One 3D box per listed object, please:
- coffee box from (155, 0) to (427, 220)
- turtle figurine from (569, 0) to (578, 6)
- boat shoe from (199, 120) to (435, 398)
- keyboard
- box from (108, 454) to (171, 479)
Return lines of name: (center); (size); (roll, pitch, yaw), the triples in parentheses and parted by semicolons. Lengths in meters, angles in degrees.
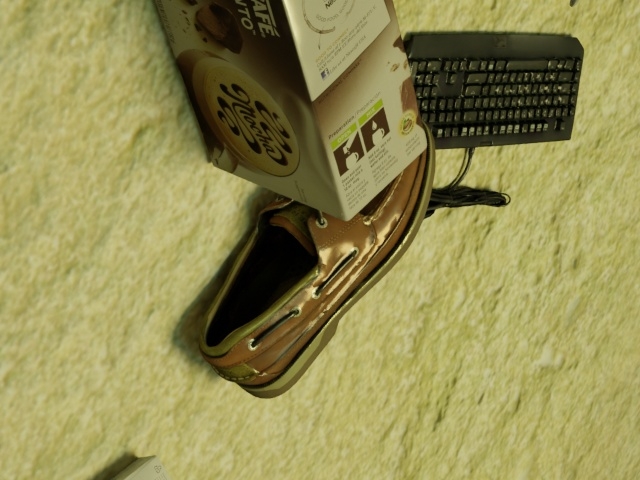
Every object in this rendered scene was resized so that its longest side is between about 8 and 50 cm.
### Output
coffee box: (-0.034, -0.181, 1.533); (0.119, 0.168, 0.297); (-44, 138, -27)
turtle figurine: (0.185, -0.357, 1.654); (0.274, 0.197, 0.266); (-27, 133, -56)
boat shoe: (0.000, 0.000, 1.716); (0.307, 0.110, 0.104); (-60, 144, -9)
keyboard: (0.167, -0.113, 1.927); (0.317, 0.033, 0.202); (-7, 114, -48)
box: (-0.184, 0.301, 1.657); (0.186, 0.038, 0.145); (-36, 103, -33)
